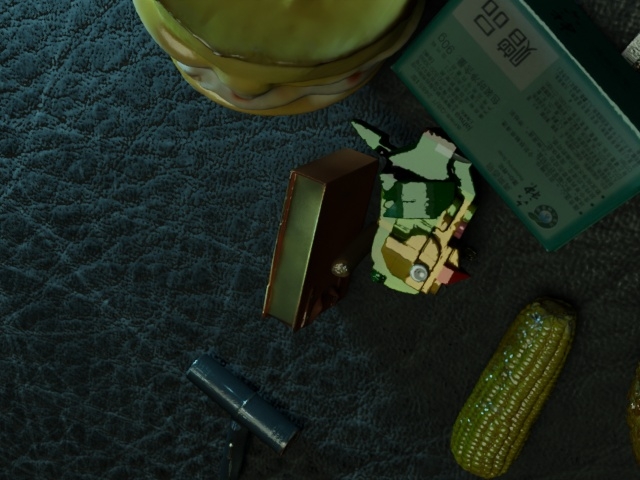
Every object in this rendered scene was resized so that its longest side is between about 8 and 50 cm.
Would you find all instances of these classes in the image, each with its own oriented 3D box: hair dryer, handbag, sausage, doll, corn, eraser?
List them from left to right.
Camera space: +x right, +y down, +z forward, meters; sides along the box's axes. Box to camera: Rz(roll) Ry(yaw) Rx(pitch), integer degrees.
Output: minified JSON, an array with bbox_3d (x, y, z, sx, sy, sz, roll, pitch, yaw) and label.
[{"bbox_3d":[-0.134,0.275,1.185,0.173,0.050,0.195,38,125,16],"label":"hair dryer"},{"bbox_3d":[0.000,0.000,0.959,0.063,0.127,0.190,24,117,22],"label":"handbag"},{"bbox_3d":[0.043,0.011,0.945,0.026,0.116,0.026,11,118,22],"label":"sausage"},{"bbox_3d":[0.101,-0.035,0.893,0.134,0.106,0.186,1,98,15],"label":"doll"},{"bbox_3d":[0.210,0.164,0.930,0.080,0.080,0.231,28,119,18],"label":"corn"},{"bbox_3d":[0.299,-0.177,0.792,0.027,0.019,0.099,43,125,11],"label":"eraser"}]

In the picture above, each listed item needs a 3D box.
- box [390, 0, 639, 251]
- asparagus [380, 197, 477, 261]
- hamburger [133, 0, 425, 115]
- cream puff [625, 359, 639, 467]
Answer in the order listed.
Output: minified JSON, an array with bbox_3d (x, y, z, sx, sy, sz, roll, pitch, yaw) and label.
[{"bbox_3d":[0.206,-0.132,0.806,0.245,0.092,0.153,51,132,4],"label":"box"},{"bbox_3d":[0.122,-0.016,0.950,0.127,0.018,0.015,36,81,11],"label":"asparagus"},{"bbox_3d":[-0.043,-0.247,0.829,0.276,0.237,0.276,1,82,-4],"label":"hamburger"},{"bbox_3d":[0.421,0.172,0.737,0.303,0.212,0.303,14,116,29],"label":"cream puff"}]
